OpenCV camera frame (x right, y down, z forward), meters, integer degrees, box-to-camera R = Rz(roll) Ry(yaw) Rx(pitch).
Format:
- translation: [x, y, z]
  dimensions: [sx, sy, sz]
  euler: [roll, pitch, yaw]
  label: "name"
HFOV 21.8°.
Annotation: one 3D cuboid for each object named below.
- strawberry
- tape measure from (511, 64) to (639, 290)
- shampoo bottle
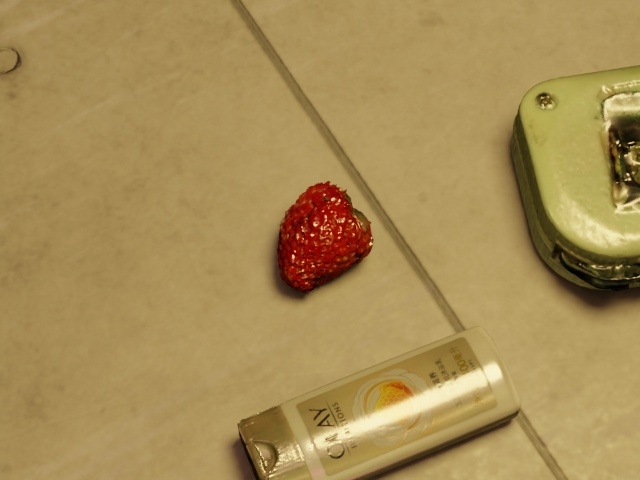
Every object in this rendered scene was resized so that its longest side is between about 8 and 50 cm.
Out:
- translation: [0.000, 0.000, 1.452]
  dimensions: [0.083, 0.083, 0.096]
  euler: [28, 76, 12]
  label: "strawberry"
- translation: [0.299, -0.060, 1.454]
  dimensions: [0.235, 0.115, 0.207]
  euler: [-9, 64, -4]
  label: "tape measure"
- translation: [0.049, 0.150, 1.394]
  dimensions: [0.227, 0.056, 0.086]
  euler: [-20, 67, -8]
  label: "shampoo bottle"
